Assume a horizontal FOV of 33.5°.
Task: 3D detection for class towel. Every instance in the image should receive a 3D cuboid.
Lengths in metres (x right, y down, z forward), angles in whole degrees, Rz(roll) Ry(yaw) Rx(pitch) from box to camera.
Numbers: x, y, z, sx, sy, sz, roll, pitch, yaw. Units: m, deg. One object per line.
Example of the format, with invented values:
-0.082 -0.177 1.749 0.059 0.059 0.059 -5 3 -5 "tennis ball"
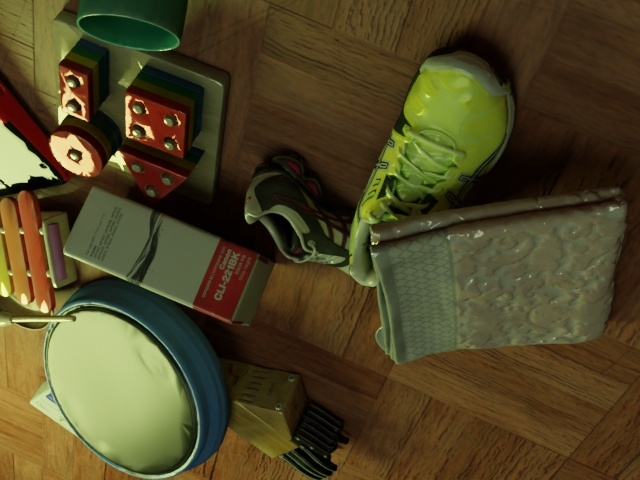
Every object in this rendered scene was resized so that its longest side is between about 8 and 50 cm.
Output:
0.229 0.059 1.383 0.316 0.053 0.332 -9 148 4 "towel"

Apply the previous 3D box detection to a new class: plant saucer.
-0.563 0.078 1.974 0.198 0.036 0.199 20 133 24 "plant saucer"

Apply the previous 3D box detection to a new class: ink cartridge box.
-0.458 0.317 2.185 0.165 0.065 0.332 41 141 -17 "ink cartridge box"
-0.223 0.027 1.616 0.272 0.114 0.197 21 177 6 "ink cartridge box"

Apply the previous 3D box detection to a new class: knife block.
-0.091 0.342 1.982 0.275 0.088 0.242 9 138 21 "knife block"

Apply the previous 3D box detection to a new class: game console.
-0.626 -0.196 1.720 0.386 0.060 0.342 -6 137 36 "game console"

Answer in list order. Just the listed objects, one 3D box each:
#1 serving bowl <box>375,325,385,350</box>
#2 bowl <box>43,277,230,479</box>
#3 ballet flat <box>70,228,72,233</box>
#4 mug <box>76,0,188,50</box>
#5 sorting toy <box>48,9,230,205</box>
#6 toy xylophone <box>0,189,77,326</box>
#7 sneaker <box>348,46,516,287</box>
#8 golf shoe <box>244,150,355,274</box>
0.131 0.153 1.691 0.083 0.027 0.083 16 140 14 "serving bowl"
-0.344 0.261 1.934 0.391 0.077 0.391 14 120 27 "bowl"
-0.406 0.006 1.830 0.173 0.058 0.049 8 178 23 "ballet flat"
-0.237 -0.301 1.320 0.157 0.098 0.129 2 170 44 "mug"
-0.273 -0.163 1.517 0.257 0.089 0.255 21 141 6 "sorting toy"
-0.524 0.041 1.821 0.322 0.081 0.236 -9 97 37 "toy xylophone"
0.134 -0.074 1.339 0.145 0.147 0.385 24 140 6 "sneaker"
0.000 0.000 1.523 0.273 0.120 0.105 38 139 -16 "golf shoe"
